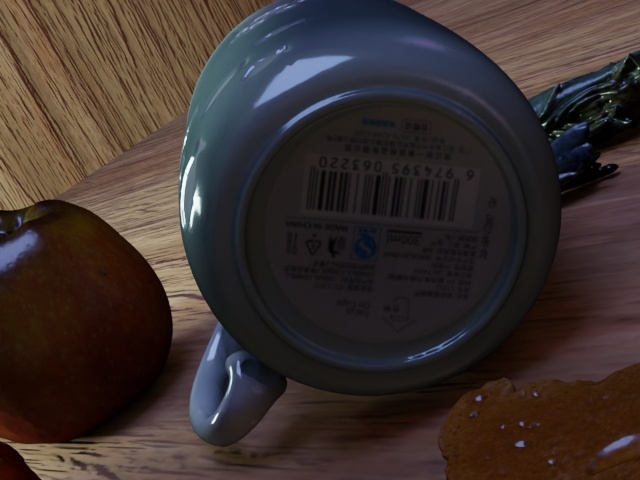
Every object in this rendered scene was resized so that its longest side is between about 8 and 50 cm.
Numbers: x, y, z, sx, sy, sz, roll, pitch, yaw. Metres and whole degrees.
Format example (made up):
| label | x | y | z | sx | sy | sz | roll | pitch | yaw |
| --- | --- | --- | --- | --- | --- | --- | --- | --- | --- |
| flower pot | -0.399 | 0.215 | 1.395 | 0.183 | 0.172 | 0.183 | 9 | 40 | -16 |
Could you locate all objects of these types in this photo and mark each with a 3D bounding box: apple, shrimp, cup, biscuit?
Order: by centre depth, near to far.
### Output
| label | x | y | z | sx | sy | sz | roll | pitch | yaw |
| --- | --- | --- | --- | --- | --- | --- | --- | --- | --- |
| biscuit | 0.138 | 0.115 | 0.457 | 0.183 | 0.043 | 0.280 | -37 | 22 | -14 |
| cup | 0.000 | 0.000 | 0.748 | 0.357 | 0.259 | 0.274 | -58 | 12 | 11 |
| shrimp | 0.209 | -0.088 | 0.925 | 0.289 | 0.075 | 0.178 | -19 | 26 | 28 |
| apple | -0.258 | 0.071 | 0.967 | 0.230 | 0.230 | 0.230 | -27 | 16 | 8 |

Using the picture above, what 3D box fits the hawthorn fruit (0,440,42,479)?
| label | x | y | z | sx | sy | sz | roll | pitch | yaw |
| --- | --- | --- | --- | --- | --- | --- | --- | --- | --- |
| hawthorn fruit | -0.220 | 0.196 | 0.595 | 0.243 | 0.207 | 0.207 | -3 | 15 | -5 |
